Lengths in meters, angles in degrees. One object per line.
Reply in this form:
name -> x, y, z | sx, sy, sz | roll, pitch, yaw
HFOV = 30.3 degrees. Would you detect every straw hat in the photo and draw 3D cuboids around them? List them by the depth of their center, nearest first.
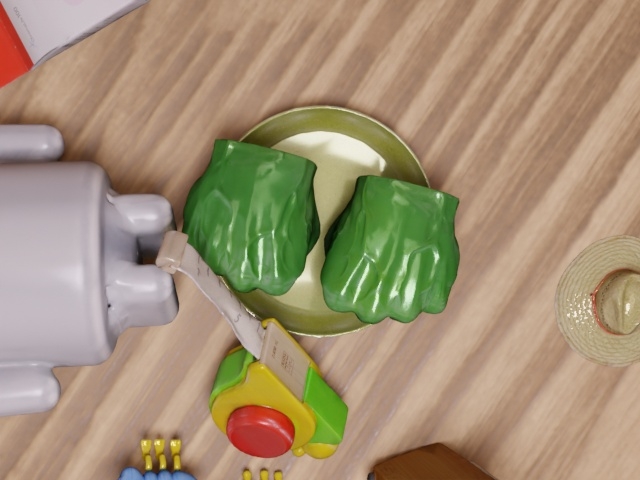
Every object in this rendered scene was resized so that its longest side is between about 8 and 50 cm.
straw hat -> 0.323, 0.066, 1.251 | 0.144, 0.061, 0.145 | 0, 91, -4

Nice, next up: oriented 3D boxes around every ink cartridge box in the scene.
ink cartridge box -> -0.312, -0.268, 1.183 | 0.232, 0.066, 0.189 | -28, 92, 7

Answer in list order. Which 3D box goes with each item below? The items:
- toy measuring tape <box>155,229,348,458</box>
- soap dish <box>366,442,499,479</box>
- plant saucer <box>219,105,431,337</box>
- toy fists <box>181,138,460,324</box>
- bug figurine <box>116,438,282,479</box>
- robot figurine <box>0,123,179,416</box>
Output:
toy measuring tape -> -0.088, 0.120, 1.164 | 0.121, 0.121, 0.330 | -41, 124, -2
soap dish -> 0.108, 0.360, 1.155 | 0.118, 0.229, 0.291 | 5, 90, -9
plant saucer -> 0.000, -0.020, 1.241 | 0.240, 0.037, 0.241 | 0, 91, -4
toy fists -> 0.000, 0.000, 1.178 | 0.279, 0.096, 0.142 | 14, 83, -2
bug figurine -> -0.120, 0.343, 1.202 | 0.216, 0.072, 0.279 | -1, 91, -18
robot figurine -> -0.316, 0.026, 1.140 | 0.353, 0.200, 0.300 | -1, 69, -4
